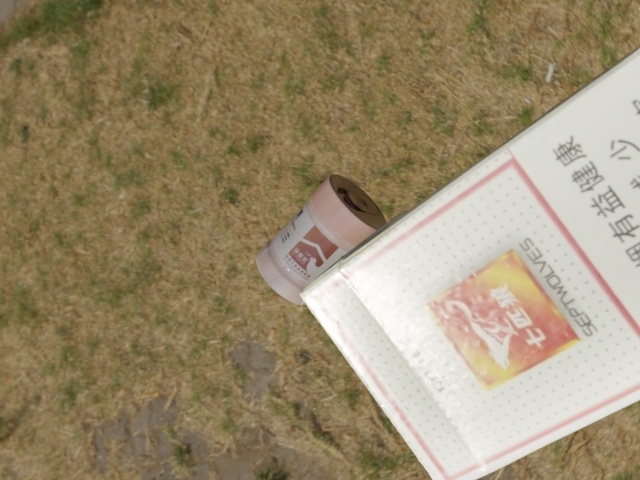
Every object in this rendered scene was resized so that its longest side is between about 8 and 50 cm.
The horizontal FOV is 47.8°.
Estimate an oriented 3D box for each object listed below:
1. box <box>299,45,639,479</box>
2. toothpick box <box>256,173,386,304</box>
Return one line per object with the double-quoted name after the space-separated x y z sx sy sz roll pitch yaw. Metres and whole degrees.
0.172 0.029 0.557 0.330 0.095 0.210 -37 89 24 "box"
0.000 0.000 0.928 0.149 0.098 0.098 -46 67 22 "toothpick box"
